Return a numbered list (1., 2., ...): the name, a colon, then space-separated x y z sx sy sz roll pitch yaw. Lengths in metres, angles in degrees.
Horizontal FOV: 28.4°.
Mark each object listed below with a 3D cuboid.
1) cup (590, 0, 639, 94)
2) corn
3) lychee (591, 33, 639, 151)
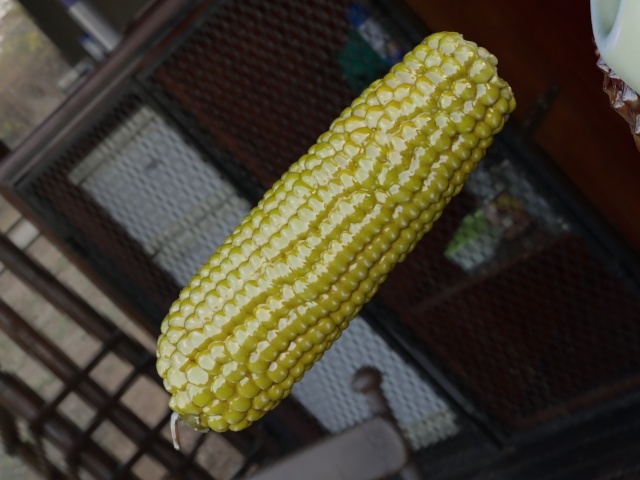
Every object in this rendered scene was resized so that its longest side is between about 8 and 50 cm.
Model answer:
1. cup: 0.225 -0.177 0.522 0.173 0.202 0.255 -39 -48 -85
2. corn: 0.000 0.000 0.801 0.310 0.101 0.101 -51 12 2
3. lychee: 0.478 -0.251 1.300 0.425 0.500 0.424 -27 6 3
